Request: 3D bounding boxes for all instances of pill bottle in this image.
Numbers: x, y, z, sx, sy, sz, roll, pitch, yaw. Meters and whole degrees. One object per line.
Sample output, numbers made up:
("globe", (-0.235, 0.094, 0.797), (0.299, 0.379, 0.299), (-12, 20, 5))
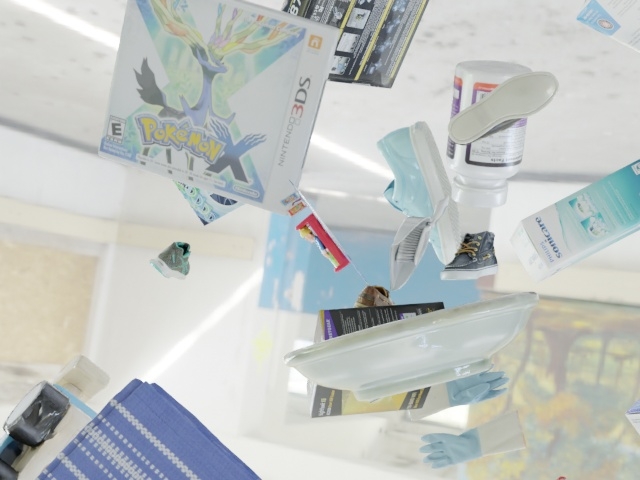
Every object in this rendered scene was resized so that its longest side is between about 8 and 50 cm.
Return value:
("pill bottle", (0.234, -0.149, 1.268), (0.108, 0.194, 0.108), (3, -159, -1))

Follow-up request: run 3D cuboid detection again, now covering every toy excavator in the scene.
("toy excavator", (-0.495, 0.372, 1.636), (0.222, 0.433, 0.445), (42, 148, -17))

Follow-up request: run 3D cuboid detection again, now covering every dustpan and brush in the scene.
("dustpan and brush", (0.193, -0.015, 1.730), (0.060, 0.211, 0.147), (14, 144, 15))

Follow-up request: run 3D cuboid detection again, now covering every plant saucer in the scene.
("plant saucer", (0.146, 0.173, 1.379), (0.400, 0.101, 0.400), (-13, 172, -2))

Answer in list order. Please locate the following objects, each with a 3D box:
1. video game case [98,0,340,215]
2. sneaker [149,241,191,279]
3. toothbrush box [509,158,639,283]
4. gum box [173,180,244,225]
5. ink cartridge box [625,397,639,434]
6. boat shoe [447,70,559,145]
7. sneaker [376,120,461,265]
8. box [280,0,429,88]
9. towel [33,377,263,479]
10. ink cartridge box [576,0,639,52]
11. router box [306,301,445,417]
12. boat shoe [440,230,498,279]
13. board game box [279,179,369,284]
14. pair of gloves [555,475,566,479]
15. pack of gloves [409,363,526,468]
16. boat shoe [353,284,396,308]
("video game case", (-0.164, -0.225, 1.392), (0.329, 0.300, 0.036), (18, -162, 8))
("sneaker", (-0.293, 0.038, 1.875), (0.065, 0.076, 0.166), (42, -177, 4))
("toothbrush box", (0.578, -0.036, 1.959), (0.295, 0.126, 0.216), (-29, 168, 1))
("gum box", (-0.181, -0.128, 1.593), (0.184, 0.157, 0.041), (-24, -165, 37))
("ink cartridge box", (0.675, 0.333, 1.423), (0.151, 0.395, 0.270), (-37, 179, -20))
("boat shoe", (0.195, -0.139, 0.962), (0.125, 0.046, 0.038), (-31, 175, 12))
("sneaker", (0.232, -0.099, 2.130), (0.150, 0.366, 0.135), (-12, -162, 21))
("box", (0.090, -0.519, 1.871), (0.318, 0.395, 0.097), (-1, -144, -38))
("towel", (-0.199, 0.321, 0.853), (0.243, 0.336, 0.040), (39, 157, 12))
("ink cartridge box", (0.561, -0.372, 1.317), (0.270, 0.197, 0.198), (29, 176, 2))
("router box", (0.106, 0.241, 1.781), (0.242, 0.081, 0.309), (-3, 144, -8))
("boat shoe", (0.271, 0.027, 1.661), (0.065, 0.083, 0.183), (-3, -178, 33))
("board game box", (0.000, 0.000, 1.152), (0.133, 0.033, 0.169), (51, -177, -47))
("pair of gloves", (0.331, 0.431, 1.264), (0.023, 0.159, 0.198), (10, 133, -24))
("pack of gloves", (0.309, 0.377, 1.917), (0.232, 0.195, 0.046), (-19, 148, 19))
("boat shoe", (0.121, 0.124, 1.834), (0.064, 0.060, 0.178), (18, -179, 22))
